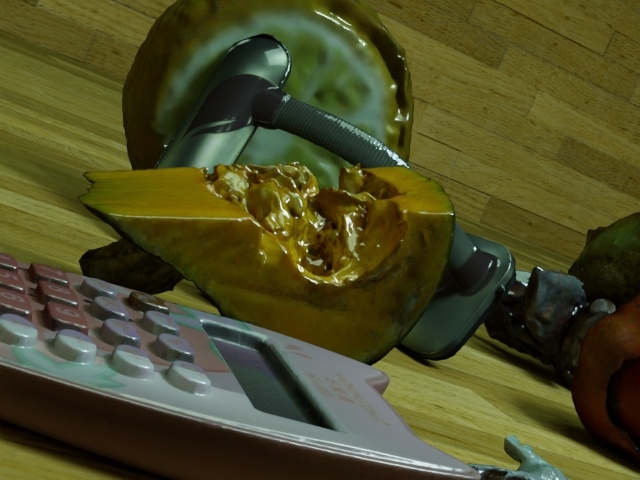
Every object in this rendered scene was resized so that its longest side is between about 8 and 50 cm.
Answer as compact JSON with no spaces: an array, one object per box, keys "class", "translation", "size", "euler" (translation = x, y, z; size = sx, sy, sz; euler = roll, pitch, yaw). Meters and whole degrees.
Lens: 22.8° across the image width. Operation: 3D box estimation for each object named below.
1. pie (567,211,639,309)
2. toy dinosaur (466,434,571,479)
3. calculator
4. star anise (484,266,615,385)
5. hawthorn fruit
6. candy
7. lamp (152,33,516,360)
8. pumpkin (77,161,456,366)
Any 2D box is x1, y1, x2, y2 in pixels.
[{"class":"pie","translation":[0.374,0.089,1.572],"size":[0.288,0.103,0.355],"euler":[37,-17,13]},{"class":"toy dinosaur","translation":[0.112,0.138,0.862],"size":[0.082,0.039,0.209],"euler":[31,10,39]},{"class":"calculator","translation":[-0.100,0.056,0.749],"size":[0.329,0.048,0.220],"euler":[20,8,-17]},{"class":"star anise","translation":[0.256,0.099,1.512],"size":[0.231,0.089,0.209],"euler":[31,-7,17]},{"class":"hawthorn fruit","translation":[0.282,0.118,1.244],"size":[0.148,0.148,0.172],"euler":[17,21,-48]},{"class":"candy","translation":[-0.042,-0.104,1.349],"size":[0.260,0.260,0.118],"euler":[21,3,-30]},{"class":"lamp","translation":[0.002,-0.001,1.252],"size":[0.283,0.203,0.124],"euler":[44,-13,-23]},{"class":"pumpkin","translation":[-0.037,0.020,0.997],"size":[0.248,0.126,0.131],"euler":[2,21,-18]}]
